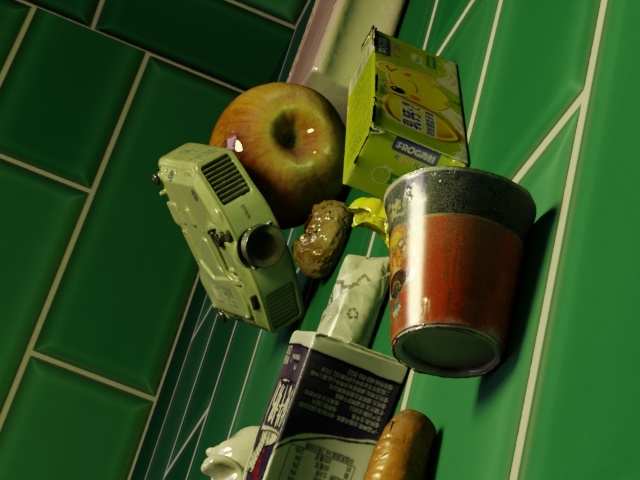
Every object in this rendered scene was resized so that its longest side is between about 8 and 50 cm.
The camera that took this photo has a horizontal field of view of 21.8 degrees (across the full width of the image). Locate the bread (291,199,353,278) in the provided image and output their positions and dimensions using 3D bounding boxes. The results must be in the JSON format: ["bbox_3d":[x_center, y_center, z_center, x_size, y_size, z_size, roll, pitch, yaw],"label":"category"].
[{"bbox_3d":[0.000,0.000,2.231,0.082,0.060,0.113,-82,17,-68],"label":"bread"}]

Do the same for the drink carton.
[{"bbox_3d":[-0.008,0.206,1.605,0.134,0.102,0.222,172,117,-78],"label":"drink carton"}]

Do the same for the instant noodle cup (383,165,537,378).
[{"bbox_3d":[0.104,0.029,1.299,0.127,0.127,0.135,124,157,-57],"label":"instant noodle cup"}]

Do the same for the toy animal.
[{"bbox_3d":[-0.070,0.233,1.859,0.103,0.131,0.220,100,-174,-46],"label":"toy animal"}]

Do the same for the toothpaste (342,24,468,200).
[{"bbox_3d":[0.090,-0.133,1.804,0.327,0.110,0.077,-86,21,-65],"label":"toothpaste"}]

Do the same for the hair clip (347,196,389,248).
[{"bbox_3d":[0.072,-0.016,1.758,0.046,0.072,0.173,-59,12,1],"label":"hair clip"}]

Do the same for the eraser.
[{"bbox_3d":[0.045,-0.338,2.617,0.272,0.122,0.359,128,162,-64],"label":"eraser"}]

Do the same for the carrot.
[{"bbox_3d":[0.053,0.214,1.323,0.060,0.060,0.186,124,170,-56],"label":"carrot"}]

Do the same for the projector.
[{"bbox_3d":[-0.123,0.001,2.305,0.088,0.269,0.193,-32,20,-22],"label":"projector"}]

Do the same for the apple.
[{"bbox_3d":[-0.057,-0.121,2.388,0.188,0.211,0.211,141,150,-70],"label":"apple"}]

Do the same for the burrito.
[{"bbox_3d":[0.025,0.102,1.794,0.064,0.064,0.203,140,151,-74],"label":"burrito"}]
